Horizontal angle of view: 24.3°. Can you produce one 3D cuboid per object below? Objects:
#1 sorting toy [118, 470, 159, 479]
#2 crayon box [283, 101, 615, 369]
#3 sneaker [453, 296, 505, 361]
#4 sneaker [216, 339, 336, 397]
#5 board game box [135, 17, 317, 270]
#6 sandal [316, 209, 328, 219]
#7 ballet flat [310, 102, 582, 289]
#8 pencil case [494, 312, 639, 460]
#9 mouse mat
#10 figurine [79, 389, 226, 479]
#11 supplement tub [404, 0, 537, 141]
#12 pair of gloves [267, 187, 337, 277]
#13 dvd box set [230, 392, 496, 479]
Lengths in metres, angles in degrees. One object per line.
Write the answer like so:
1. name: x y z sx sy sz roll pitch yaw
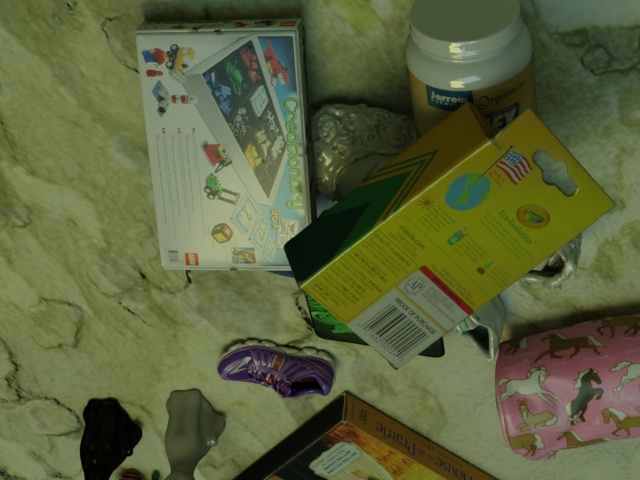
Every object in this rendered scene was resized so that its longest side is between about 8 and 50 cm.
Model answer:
1. sorting toy: -0.271 0.384 2.317 0.102 0.042 0.061 27 146 -34
2. crayon box: 0.145 -0.015 1.659 0.318 0.081 0.202 -37 130 13
3. sneaker: 0.183 0.075 1.951 0.080 0.094 0.212 -25 126 26
4. sneaker: -0.063 0.187 2.090 0.170 0.071 0.068 3 133 3
5. board game box: -0.107 -0.110 1.768 0.193 0.053 0.305 1 114 9
6. sandal: 0.060 0.010 1.817 0.097 0.054 0.254 35 175 24
7. ballet flat: 0.148 -0.048 1.816 0.409 0.147 0.147 20 131 -13
8. pencil case: 0.430 0.188 1.991 0.386 0.160 0.167 -11 139 14
9. mouse mat: 0.071 0.103 2.001 0.190 0.007 0.152 9 144 18
10. figurine: -0.253 0.327 2.141 0.215 0.209 0.092 -7 132 11
11. supplement tub: 0.172 -0.178 1.685 0.144 0.144 0.199 -4 132 9
12. pair of gloves: 0.000 0.000 1.946 0.159 0.023 0.198 37 130 -28
13. dvd box set: 0.103 0.422 2.298 0.420 0.062 0.307 33 128 -23
